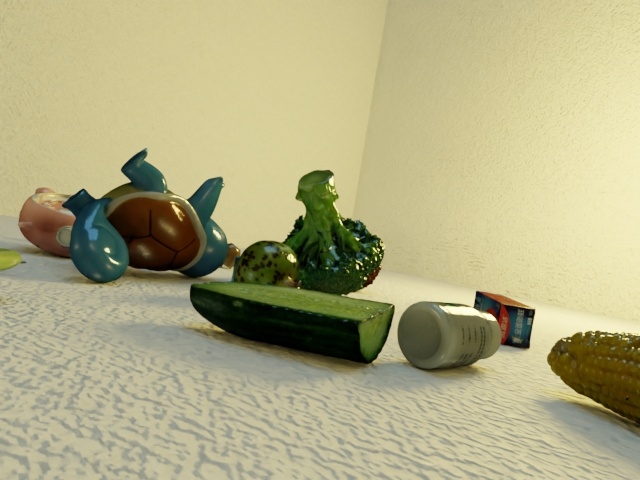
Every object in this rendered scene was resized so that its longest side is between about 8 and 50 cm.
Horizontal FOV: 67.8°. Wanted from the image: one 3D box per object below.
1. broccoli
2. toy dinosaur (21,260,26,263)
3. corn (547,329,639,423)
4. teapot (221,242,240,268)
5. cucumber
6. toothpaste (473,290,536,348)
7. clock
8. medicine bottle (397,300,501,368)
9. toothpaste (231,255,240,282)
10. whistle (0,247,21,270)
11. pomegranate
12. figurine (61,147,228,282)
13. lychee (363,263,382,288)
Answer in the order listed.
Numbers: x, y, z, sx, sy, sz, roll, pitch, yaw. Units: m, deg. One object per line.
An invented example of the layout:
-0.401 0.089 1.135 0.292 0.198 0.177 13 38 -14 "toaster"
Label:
0.000 0.000 1.109 0.297 0.297 0.298 -11 27 6 "broccoli"
-0.555 0.022 0.714 0.126 0.039 0.162 7 -3 36 "toy dinosaur"
0.339 0.139 0.452 0.097 0.097 0.261 9 -1 -24 "corn"
-0.289 0.050 1.508 0.085 0.080 0.110 40 -2 23 "teapot"
-0.044 0.092 0.569 0.243 0.063 0.115 9 6 19 "cucumber"
0.375 0.157 1.003 0.066 0.076 0.320 9 -1 11 "toothpaste"
-0.588 -0.024 1.131 0.227 0.142 0.241 13 8 -24 "clock"
0.166 0.118 0.601 0.130 0.080 0.080 9 0 -41 "medicine bottle"
-0.131 0.079 1.219 0.050 0.065 0.266 9 -1 24 "toothpaste"
-0.387 0.024 0.461 0.105 0.085 0.227 10 1 5 "whistle"
-0.080 0.067 0.821 0.161 0.122 0.122 37 15 31 "pomegranate"
-0.343 -0.041 0.965 0.297 0.243 0.416 -34 -12 14 "figurine"
0.100 0.066 1.450 0.188 0.188 0.188 9 0 0 "lychee"
